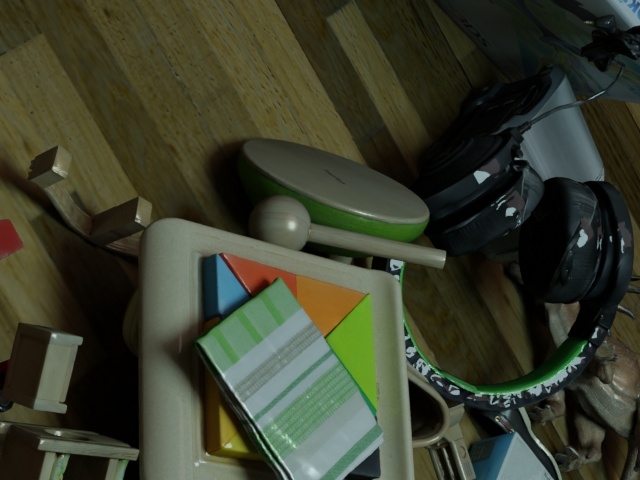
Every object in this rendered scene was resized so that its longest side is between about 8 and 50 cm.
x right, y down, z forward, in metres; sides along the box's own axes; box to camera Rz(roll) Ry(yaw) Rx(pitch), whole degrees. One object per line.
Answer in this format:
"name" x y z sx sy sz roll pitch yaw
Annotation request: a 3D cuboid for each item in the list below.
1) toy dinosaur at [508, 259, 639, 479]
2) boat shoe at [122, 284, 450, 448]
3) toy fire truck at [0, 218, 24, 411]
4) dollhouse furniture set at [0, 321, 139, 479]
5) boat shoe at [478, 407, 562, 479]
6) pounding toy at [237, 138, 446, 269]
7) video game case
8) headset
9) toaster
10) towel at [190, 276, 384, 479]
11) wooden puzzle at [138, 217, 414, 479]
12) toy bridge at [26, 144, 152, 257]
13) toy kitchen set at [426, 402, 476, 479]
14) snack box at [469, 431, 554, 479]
"toy dinosaur" 0.313 0.143 1.780 0.295 0.127 0.200 60 32 -19
"boat shoe" -0.016 0.099 1.377 0.341 0.110 0.121 21 96 -45
"toy fire truck" -0.276 0.072 1.168 0.192 0.047 0.135 -27 94 -51
"dollhouse furniture set" -0.145 0.166 1.136 0.101 0.161 0.182 15 89 -46
"boat shoe" 0.204 0.212 1.676 0.042 0.049 0.133 -42 116 -21
"pounding toy" 0.000 0.000 1.470 0.183 0.110 0.237 17 16 -12
"video game case" 0.223 -0.250 1.718 0.300 0.329 0.036 41 78 -30
"headset" 0.209 -0.025 1.580 0.243 0.185 0.394 26 83 -16
"toaster" 0.211 -0.077 1.753 0.146 0.129 0.227 59 40 -15
"towel" -0.024 0.115 1.229 0.113 0.023 0.152 -36 94 -47
"wooden puzzle" -0.027 0.102 1.268 0.239 0.044 0.221 13 62 -32
"toy bridge" -0.163 -0.015 1.329 0.188 0.063 0.026 33 50 -38
"toy kitchen set" 0.115 0.199 1.554 0.083 0.068 0.075 -11 82 -51
"snack box" 0.233 0.368 1.619 0.322 0.060 0.187 52 41 -20
